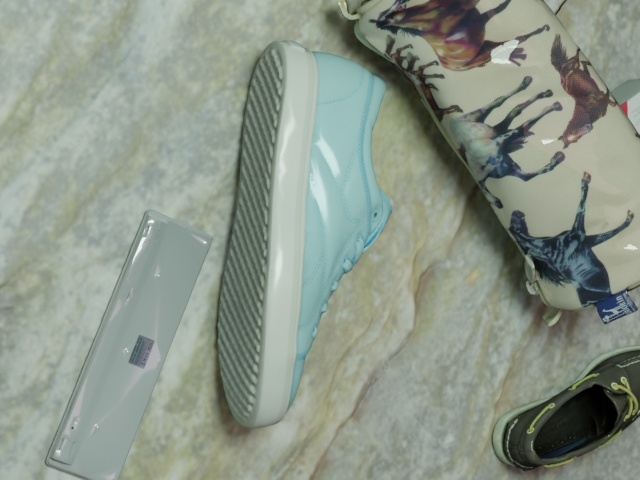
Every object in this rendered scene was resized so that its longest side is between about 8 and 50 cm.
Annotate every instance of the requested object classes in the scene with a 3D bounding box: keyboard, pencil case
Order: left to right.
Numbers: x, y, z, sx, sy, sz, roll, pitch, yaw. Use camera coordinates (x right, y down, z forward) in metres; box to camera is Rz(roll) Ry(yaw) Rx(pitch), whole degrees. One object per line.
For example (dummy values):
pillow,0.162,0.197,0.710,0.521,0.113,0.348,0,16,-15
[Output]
keyboard,-0.177,0.101,1.514,0.072,0.014,0.256,26,81,-28
pencil case,0.195,-0.114,1.587,0.183,0.160,0.410,-37,102,-3

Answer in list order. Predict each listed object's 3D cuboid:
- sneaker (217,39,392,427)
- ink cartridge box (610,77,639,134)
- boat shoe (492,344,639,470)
sneaker,0.000,0.000,1.527,0.150,0.135,0.365,9,88,-22
ink cartridge box,0.340,-0.082,1.722,0.109,0.063,0.150,-35,106,-20
boat shoe,0.291,0.178,1.700,0.228,0.069,0.081,-26,102,-22
